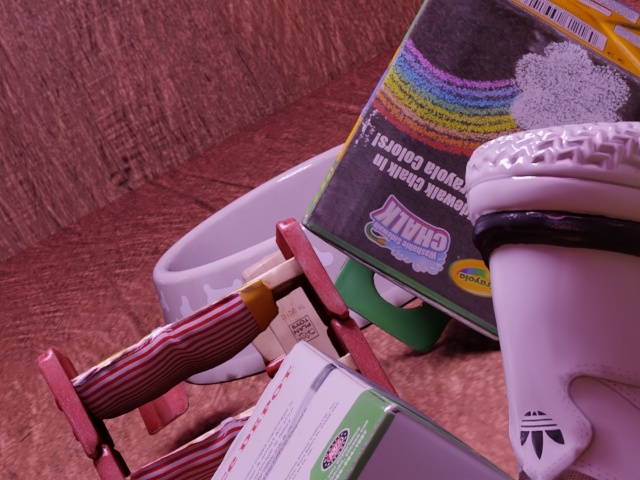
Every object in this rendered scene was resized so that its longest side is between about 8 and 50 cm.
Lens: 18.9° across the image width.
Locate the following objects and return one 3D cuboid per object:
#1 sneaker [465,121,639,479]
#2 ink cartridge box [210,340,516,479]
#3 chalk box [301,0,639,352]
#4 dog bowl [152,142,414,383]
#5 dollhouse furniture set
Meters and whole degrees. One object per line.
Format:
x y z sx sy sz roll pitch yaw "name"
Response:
0.223 0.066 0.863 0.366 0.210 0.137 5 -5 -29 "sneaker"
0.005 0.149 1.006 0.153 0.087 0.208 -59 14 -1 "ink cartridge box"
0.113 -0.057 1.433 0.289 0.180 0.179 -60 -3 23 "chalk box"
0.000 0.000 1.783 0.349 0.102 0.349 -26 11 6 "dog bowl"
-0.065 0.114 1.423 0.201 0.152 0.374 -29 -6 -3 "dollhouse furniture set"
